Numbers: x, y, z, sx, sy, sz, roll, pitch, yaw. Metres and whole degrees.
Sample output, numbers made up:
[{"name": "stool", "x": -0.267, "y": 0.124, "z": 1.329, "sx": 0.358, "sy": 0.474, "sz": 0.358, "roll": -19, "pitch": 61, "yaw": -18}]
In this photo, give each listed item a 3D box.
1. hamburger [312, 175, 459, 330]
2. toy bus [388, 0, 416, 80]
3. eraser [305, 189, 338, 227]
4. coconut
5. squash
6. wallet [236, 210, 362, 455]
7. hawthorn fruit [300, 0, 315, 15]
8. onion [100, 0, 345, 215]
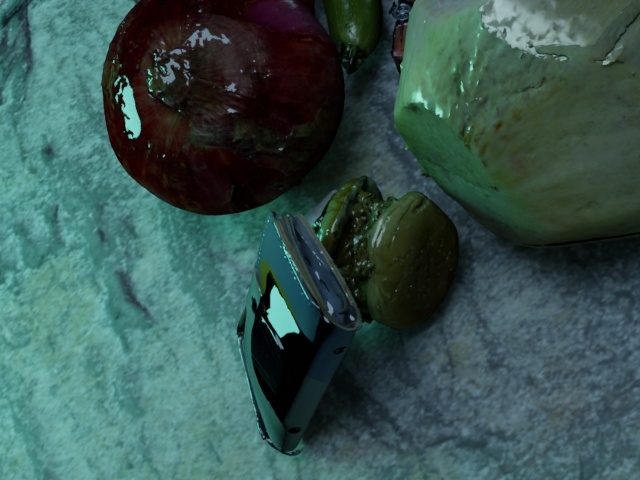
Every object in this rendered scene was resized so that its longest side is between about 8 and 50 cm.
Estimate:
[{"name": "hamburger", "x": 0.059, "y": 0.023, "z": 1.566, "sx": 0.131, "sy": 0.159, "sz": 0.185, "roll": 20, "pitch": 50, "yaw": 29}, {"name": "toy bus", "x": 0.144, "y": -0.290, "z": 1.783, "sx": 0.096, "sy": 0.073, "sz": 0.235, "roll": 10, "pitch": 65, "yaw": 18}, {"name": "eraser", "x": 0.000, "y": 0.000, "z": 1.662, "sx": 0.026, "sy": 0.065, "sz": 0.105, "roll": 35, "pitch": 79, "yaw": 35}, {"name": "coconut", "x": 0.260, "y": -0.169, "z": 1.504, "sx": 0.352, "sy": 0.352, "sz": 0.352, "roll": -11, "pitch": 56, "yaw": 17}, {"name": "squash", "x": 0.028, "y": -0.314, "z": 1.836, "sx": 0.071, "sy": 0.080, "sz": 0.318, "roll": -20, "pitch": 55, "yaw": 11}, {"name": "wallet", "x": -0.037, "y": 0.092, "z": 1.527, "sx": 0.069, "sy": 0.231, "sz": 0.170, "roll": -7, "pitch": 53, "yaw": -25}, {"name": "hawthorn fruit", "x": -0.071, "y": -0.279, "z": 1.828, "sx": 0.148, "sy": 0.148, "sz": 0.172, "roll": -41, "pitch": 71, "yaw": -5}, {"name": "onion", "x": -0.110, "y": -0.164, "z": 1.688, "sx": 0.276, "sy": 0.276, "sz": 0.276, "roll": -11, "pitch": 56, "yaw": 17}]
